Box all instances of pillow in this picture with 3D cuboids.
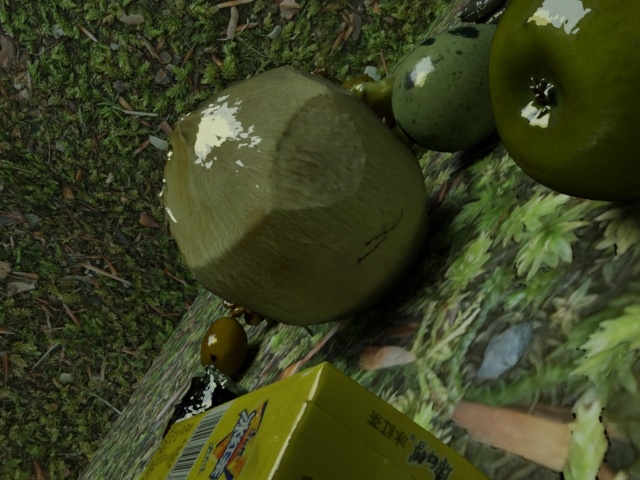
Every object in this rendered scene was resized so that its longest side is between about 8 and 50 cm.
[{"bbox_3d":[0.477,-0.634,1.238,0.326,0.101,0.228,-38,16,43],"label":"pillow"}]

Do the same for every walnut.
[{"bbox_3d":[-0.143,0.133,1.162,0.170,0.143,0.069,-41,25,44],"label":"walnut"}]

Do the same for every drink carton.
[{"bbox_3d":[-0.042,0.216,0.447,0.351,0.154,0.111,-38,18,51],"label":"drink carton"}]

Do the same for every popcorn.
[{"bbox_3d":[0.083,-0.230,1.180,0.321,0.290,0.325,14,26,38],"label":"popcorn"}]

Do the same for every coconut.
[{"bbox_3d":[-0.046,-0.069,0.749,0.346,0.360,0.346,-36,33,29],"label":"coconut"}]

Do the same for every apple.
[{"bbox_3d":[0.215,-0.124,0.390,0.157,0.196,0.196,-18,-1,-20],"label":"apple"}]

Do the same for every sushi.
[{"bbox_3d":[-0.152,0.270,0.782,0.126,0.136,0.225,-55,4,-30],"label":"sushi"}]

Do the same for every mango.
[{"bbox_3d":[-0.215,0.234,1.183,0.227,0.099,0.136,-178,92,-79],"label":"mango"}]

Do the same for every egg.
[{"bbox_3d":[0.217,-0.238,0.816,0.228,0.177,0.177,-37,12,1],"label":"egg"}]

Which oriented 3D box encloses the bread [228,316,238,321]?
[{"bbox_3d":[-0.253,0.249,1.454,0.085,0.053,0.085,-38,9,7],"label":"bread"}]
